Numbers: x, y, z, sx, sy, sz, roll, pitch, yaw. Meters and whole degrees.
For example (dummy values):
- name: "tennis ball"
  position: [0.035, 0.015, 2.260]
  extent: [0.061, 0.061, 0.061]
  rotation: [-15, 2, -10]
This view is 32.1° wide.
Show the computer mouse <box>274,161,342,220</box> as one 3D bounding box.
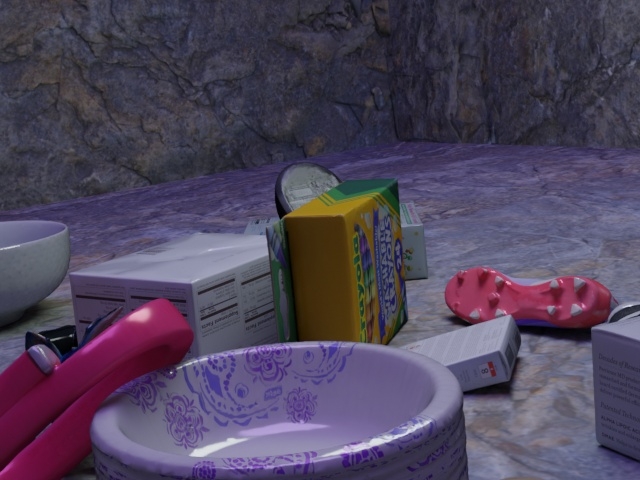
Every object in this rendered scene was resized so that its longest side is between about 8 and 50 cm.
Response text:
- name: "computer mouse"
  position: [0.000, 0.000, 1.741]
  extent: [0.188, 0.272, 0.072]
  rotation: [-8, -32, -20]

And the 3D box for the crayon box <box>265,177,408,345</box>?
- name: "crayon box"
  position: [0.032, 0.046, 1.419]
  extent: [0.083, 0.203, 0.323]
  rotation: [-1, 12, 19]

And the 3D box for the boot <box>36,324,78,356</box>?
- name: "boot"
  position: [-0.329, 0.144, 1.524]
  extent: [0.099, 0.045, 0.121]
  rotation: [3, 12, 23]

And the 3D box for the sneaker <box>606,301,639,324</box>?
- name: "sneaker"
  position: [0.437, 0.108, 1.260]
  extent: [0.216, 0.079, 0.121]
  rotation: [-11, 12, 16]

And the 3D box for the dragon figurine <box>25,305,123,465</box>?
- name: "dragon figurine"
  position: [-0.248, 0.131, 1.123]
  extent: [0.085, 0.289, 0.144]
  rotation: [-11, 50, -18]

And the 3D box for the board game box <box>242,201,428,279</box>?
- name: "board game box"
  position: [0.024, 0.010, 1.912]
  extent: [0.303, 0.098, 0.224]
  rotation: [-6, 11, 3]

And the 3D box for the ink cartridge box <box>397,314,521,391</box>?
- name: "ink cartridge box"
  position: [0.142, 0.149, 1.313]
  extent: [0.179, 0.045, 0.145]
  rotation: [-21, 6, 19]

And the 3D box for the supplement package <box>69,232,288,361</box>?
- name: "supplement package"
  position: [-0.158, 0.087, 1.452]
  extent: [0.204, 0.145, 0.262]
  rotation: [2, 12, 33]

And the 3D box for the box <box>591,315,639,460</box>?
- name: "box"
  position: [0.374, 0.133, 1.012]
  extent: [0.180, 0.119, 0.182]
  rotation: [-10, 12, -26]

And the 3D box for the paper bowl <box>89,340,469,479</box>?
- name: "paper bowl"
  position: [-0.027, 0.185, 0.859]
  extent: [0.284, 0.148, 0.284]
  rotation: [-5, 10, 1]

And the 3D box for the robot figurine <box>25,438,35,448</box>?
- name: "robot figurine"
  position: [-0.410, 0.151, 1.180]
  extent: [0.085, 0.211, 0.291]
  rotation: [-45, 28, -24]

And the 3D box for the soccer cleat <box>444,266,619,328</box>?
- name: "soccer cleat"
  position: [0.277, 0.084, 1.488]
  extent: [0.248, 0.083, 0.095]
  rotation: [-2, -19, 45]

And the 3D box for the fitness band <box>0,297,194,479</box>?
- name: "fitness band"
  position: [-0.231, 0.153, 0.938]
  extent: [0.291, 0.054, 0.209]
  rotation: [-43, -12, 9]

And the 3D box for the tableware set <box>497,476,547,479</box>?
- name: "tableware set"
  position: [0.144, 0.230, 0.885]
  extent: [0.141, 0.020, 0.168]
  rotation: [-8, 11, -14]

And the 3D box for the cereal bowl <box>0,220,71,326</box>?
- name: "cereal bowl"
  position: [-0.569, 0.064, 1.795]
  extent: [0.338, 0.141, 0.339]
  rotation: [-5, 11, 1]
